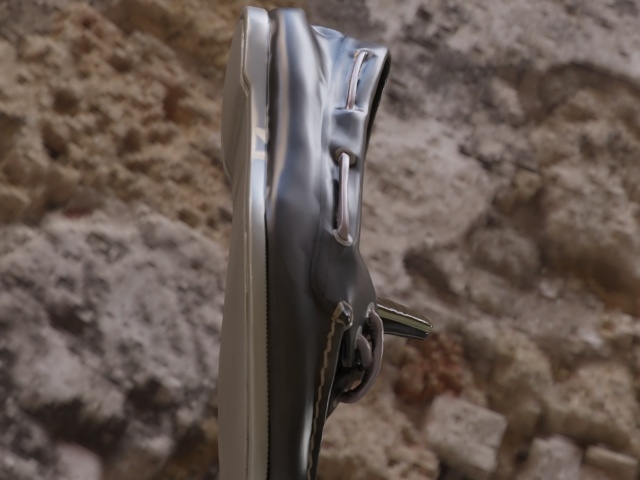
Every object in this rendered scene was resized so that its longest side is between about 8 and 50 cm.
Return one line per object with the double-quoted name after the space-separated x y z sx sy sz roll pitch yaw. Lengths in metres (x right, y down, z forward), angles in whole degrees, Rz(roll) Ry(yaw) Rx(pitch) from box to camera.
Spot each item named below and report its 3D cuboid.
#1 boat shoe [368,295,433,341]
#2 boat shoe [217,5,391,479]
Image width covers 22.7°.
0.032 0.075 1.527 0.152 0.056 0.049 16 -82 -13 "boat shoe"
0.000 0.000 0.814 0.095 0.335 0.112 6 -43 -9 "boat shoe"
